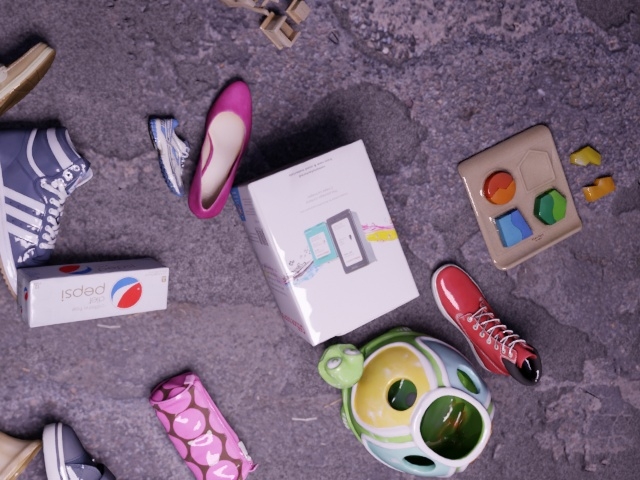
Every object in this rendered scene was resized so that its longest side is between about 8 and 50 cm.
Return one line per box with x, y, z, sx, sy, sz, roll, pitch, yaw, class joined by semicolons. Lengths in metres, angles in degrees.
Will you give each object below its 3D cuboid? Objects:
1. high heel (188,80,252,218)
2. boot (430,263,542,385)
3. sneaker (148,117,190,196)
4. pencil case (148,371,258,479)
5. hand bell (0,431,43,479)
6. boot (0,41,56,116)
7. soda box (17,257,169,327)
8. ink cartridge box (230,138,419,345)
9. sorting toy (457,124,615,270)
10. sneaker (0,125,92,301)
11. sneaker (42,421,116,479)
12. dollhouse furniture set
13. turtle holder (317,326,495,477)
-0.161;-0.153;1.086;0.082;0.117;0.244;24;86;-15;high heel
0.306;0.150;1.201;0.088;0.176;0.244;-36;100;-9;boot
-0.241;-0.141;1.100;0.058;0.052;0.135;-18;98;-18;sneaker
-0.196;0.322;1.113;0.098;0.095;0.209;-26;103;23;pencil case
-0.565;0.286;1.018;0.242;0.126;0.126;39;82;-1;hand bell
-0.530;-0.269;1.001;0.213;0.077;0.165;-44;101;-7;boot
-0.348;0.076;1.025;0.216;0.069;0.074;-4;106;-39;soda box
0.000;0.000;1.097;0.197;0.198;0.270;-24;99;-14;ink cartridge box
0.437;-0.105;1.295;0.307;0.041;0.229;-26;99;-13;sorting toy
-0.424;-0.043;1.028;0.153;0.099;0.282;-12;93;-13;sneaker
-0.349;0.431;1.059;0.127;0.126;0.321;-15;98;-17;sneaker
-0.073;-0.452;1.130;0.161;0.101;0.182;41;81;-38;dollhouse furniture set
0.159;0.262;1.138;0.243;0.227;0.320;-33;101;-11;turtle holder
